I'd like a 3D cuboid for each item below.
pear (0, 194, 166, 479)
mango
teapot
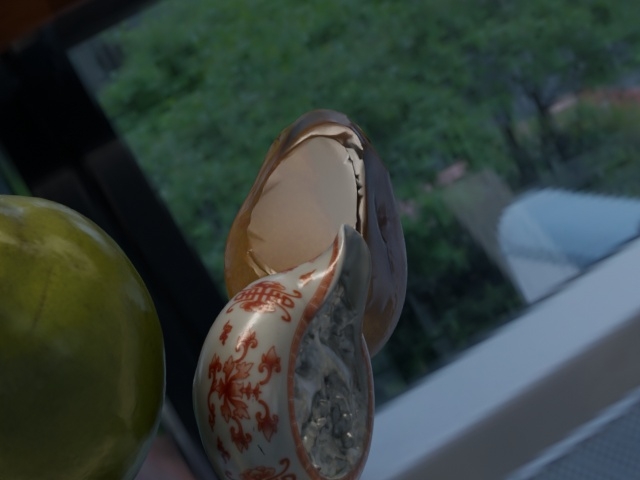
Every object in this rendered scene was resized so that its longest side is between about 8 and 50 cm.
[{"bbox_3d":[-0.199,0.082,1.112,0.212,0.269,0.212,-9,53,12],"label":"pear"},{"bbox_3d":[0.000,0.000,1.440,0.136,0.166,0.236,-9,55,17],"label":"mango"},{"bbox_3d":[-0.020,0.115,1.175,0.116,0.245,0.159,-7,-8,16],"label":"teapot"}]
